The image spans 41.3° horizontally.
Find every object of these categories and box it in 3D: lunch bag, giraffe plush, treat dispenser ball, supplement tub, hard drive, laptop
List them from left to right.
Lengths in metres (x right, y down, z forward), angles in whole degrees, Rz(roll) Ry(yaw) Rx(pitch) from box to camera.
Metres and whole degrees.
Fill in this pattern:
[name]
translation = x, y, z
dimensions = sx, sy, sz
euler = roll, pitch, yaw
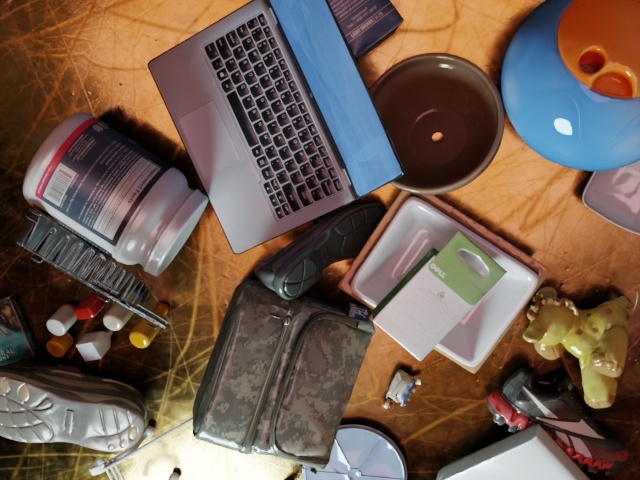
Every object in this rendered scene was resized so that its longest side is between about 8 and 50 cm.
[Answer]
[supplement tub]
translation = -0.355, -0.079, 1.483
dimensions = 0.272, 0.191, 0.191
euler = 33, 103, -2
[laptop]
translation = -0.094, -0.205, 1.349
dimensions = 0.408, 0.236, 0.381
euler = -24, 90, 21
[lunch bag]
translation = -0.062, 0.232, 1.496
dimensions = 0.256, 0.212, 0.305
euler = 19, 85, -10
[hard drive]
translation = 0.415, 0.510, 1.560
dimensions = 0.233, 0.047, 0.353
euler = -36, 102, 33
[giraffe plush]
translation = 0.442, 0.166, 1.481
dimensions = 0.171, 0.181, 0.210
euler = 13, 103, 17
[treat dispenser ball]
translation = 0.427, -0.252, 1.318
dimensions = 0.288, 0.288, 0.288
euler = 1, 102, 5

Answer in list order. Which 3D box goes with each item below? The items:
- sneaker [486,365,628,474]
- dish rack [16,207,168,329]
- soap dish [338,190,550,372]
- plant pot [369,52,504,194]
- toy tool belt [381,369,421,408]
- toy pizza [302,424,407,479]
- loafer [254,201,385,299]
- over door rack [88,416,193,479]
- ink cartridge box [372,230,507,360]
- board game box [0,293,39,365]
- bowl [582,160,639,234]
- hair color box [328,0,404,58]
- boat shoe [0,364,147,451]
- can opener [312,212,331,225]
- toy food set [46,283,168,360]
[sneaker]
translation = 0.448, 0.318, 1.537
dimensions = 0.276, 0.097, 0.135
euler = 29, 106, 0
[dish rack]
translation = -0.379, 0.058, 1.464
dimensions = 0.272, 0.208, 0.074
euler = 27, 81, 24
[soap dish]
translation = 0.214, 0.061, 1.494
dimensions = 0.291, 0.118, 0.228
euler = 33, 103, -2
[plant pot]
translation = 0.191, -0.185, 1.429
dimensions = 0.238, 0.110, 0.237
euler = -3, 81, 16
[toy tool belt]
translation = 0.152, 0.285, 1.584
dimensions = 0.051, 0.052, 0.083
euler = 24, 104, 9
[toy pizza]
translation = 0.066, 0.445, 1.637
dimensions = 0.202, 0.032, 0.201
euler = 1, 101, 6
[loafer]
translation = 0.000, 0.000, 1.466
dimensions = 0.084, 0.268, 0.096
euler = 24, 136, 38
[over door rack]
translation = -0.244, 0.455, 1.642
dimensions = 0.324, 0.108, 0.239
euler = -26, 99, -4
[ink cartridge box]
translation = 0.194, 0.086, 1.408
dimensions = 0.109, 0.062, 0.209
euler = 41, 102, -5
[board game box]
translation = -0.658, 0.190, 1.656
dimensions = 0.186, 0.026, 0.126
euler = -18, 100, 9
[bowl]
translation = 0.534, -0.096, 1.462
dimensions = 0.142, 0.053, 0.142
euler = 28, 104, 0
[hair color box]
translation = -0.012, -0.457, 1.371
dimensions = 0.105, 0.174, 0.347
euler = -37, 97, 4
[boat shoe]
translation = -0.503, 0.307, 1.615
dimensions = 0.356, 0.130, 0.132
euler = 16, 106, -3
[can opener]
translation = -0.012, -0.084, 1.518
dimensions = 0.059, 0.073, 0.186
euler = -15, 110, 1
[toy food set]
translation = -0.411, 0.147, 1.604
dimensions = 0.232, 0.104, 0.111
euler = -13, 115, 26
